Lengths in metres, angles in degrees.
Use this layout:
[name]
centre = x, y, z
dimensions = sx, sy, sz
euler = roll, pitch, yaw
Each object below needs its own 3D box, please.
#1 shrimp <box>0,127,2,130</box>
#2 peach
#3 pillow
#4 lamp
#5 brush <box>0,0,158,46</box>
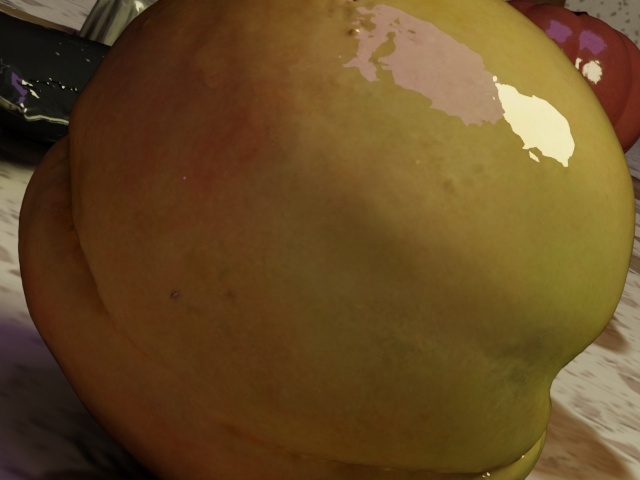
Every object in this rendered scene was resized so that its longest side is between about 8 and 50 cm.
[shrimp]
centre = -0.227, -0.072, 0.732
dimensions = 0.148, 0.035, 0.195
euler = 30, 15, 29
[peach]
centre = 0.000, 0.000, 0.560
dimensions = 0.184, 0.184, 0.184
euler = 25, 13, -6
[pillow]
centre = -0.121, -0.074, 0.870
dimensions = 0.141, 0.055, 0.208
euler = 31, 10, 30
[lamp]
centre = 0.169, -0.112, 1.435
dimensions = 0.182, 0.140, 0.182
euler = 16, -3, 1
[brush]
centre = -0.156, -0.130, 1.028
dimensions = 0.327, 0.065, 0.070
euler = 21, 16, -18
